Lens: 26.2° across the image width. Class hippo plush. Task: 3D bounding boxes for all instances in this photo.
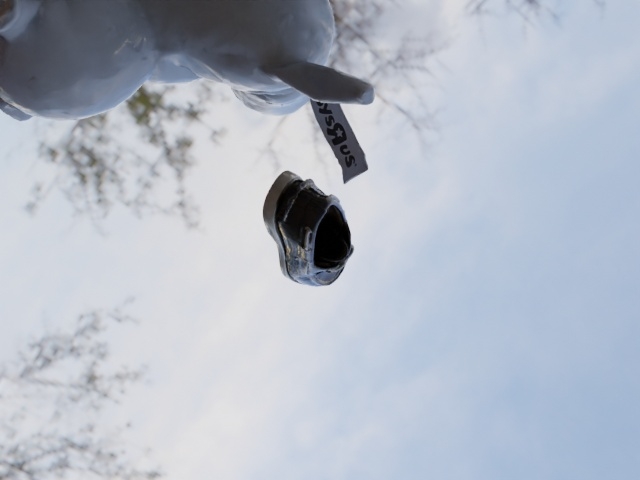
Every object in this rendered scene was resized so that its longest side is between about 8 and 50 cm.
[{"bbox_3d":[-0.118,-0.148,0.975,0.237,0.234,0.294,-13,-111,-7],"label":"hippo plush"}]

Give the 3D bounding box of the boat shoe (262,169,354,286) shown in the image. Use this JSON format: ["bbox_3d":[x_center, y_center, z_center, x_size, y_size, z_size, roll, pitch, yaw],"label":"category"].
[{"bbox_3d":[0.000,0.000,0.818,0.038,0.125,0.046,27,-109,22],"label":"boat shoe"}]
